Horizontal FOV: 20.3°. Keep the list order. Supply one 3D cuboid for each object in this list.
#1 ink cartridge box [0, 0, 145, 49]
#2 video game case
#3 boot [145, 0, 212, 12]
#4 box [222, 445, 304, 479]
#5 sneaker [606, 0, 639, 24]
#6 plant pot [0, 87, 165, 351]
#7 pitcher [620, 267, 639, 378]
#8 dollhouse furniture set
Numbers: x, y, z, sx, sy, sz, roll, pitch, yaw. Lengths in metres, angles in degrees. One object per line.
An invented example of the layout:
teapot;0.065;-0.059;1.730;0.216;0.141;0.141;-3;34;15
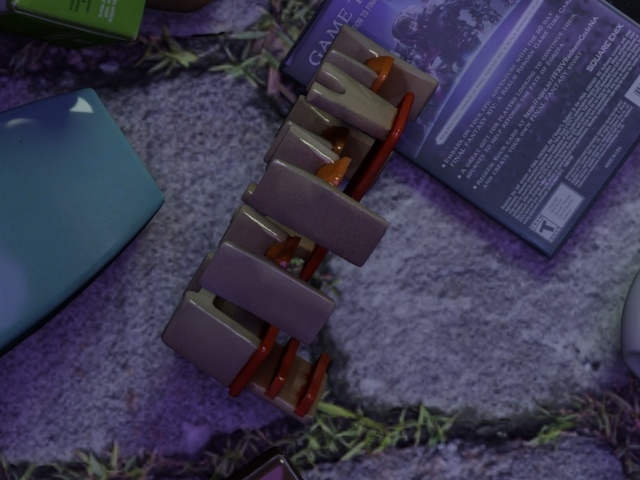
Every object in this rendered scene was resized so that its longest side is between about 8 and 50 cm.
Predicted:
ink cartridge box;-0.204;-0.245;1.354;0.097;0.255;0.188;13;87;-24
video game case;0.132;-0.141;1.445;0.274;0.026;0.196;35;101;-1
boot;-0.119;-0.329;1.438;0.115;0.112;0.305;13;77;-38
box;-0.134;0.341;1.372;0.381;0.143;0.191;-34;90;-3
sneaker;0.215;-0.199;1.465;0.170;0.051;0.089;11;84;-7
plant pot;-0.247;-0.007;1.369;0.234;0.166;0.165;-34;91;-12
pitcher;0.347;0.041;1.438;0.178;0.125;0.207;37;73;-13
dollhouse furniture set;0.000;0.000;1.355;0.135;0.262;0.259;30;119;-4
